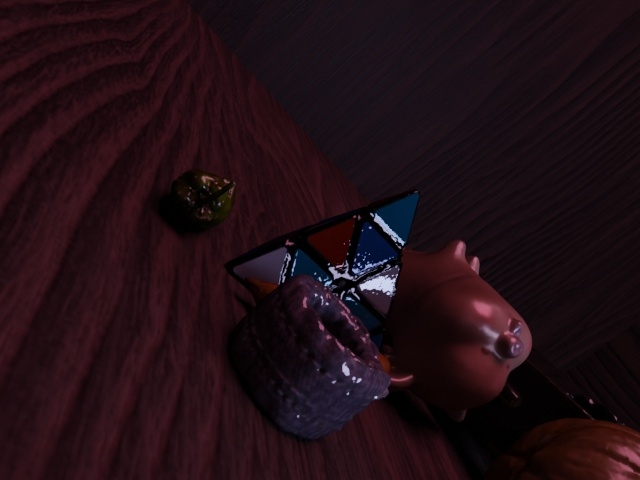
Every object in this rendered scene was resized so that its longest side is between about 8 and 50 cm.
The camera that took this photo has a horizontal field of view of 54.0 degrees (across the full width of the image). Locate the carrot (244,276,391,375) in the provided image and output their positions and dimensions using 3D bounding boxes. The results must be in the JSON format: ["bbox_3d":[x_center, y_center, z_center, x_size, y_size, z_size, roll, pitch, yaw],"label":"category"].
[{"bbox_3d":[-0.010,0.105,0.731,0.205,0.072,0.072,44,12,-18],"label":"carrot"}]

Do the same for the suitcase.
[{"bbox_3d":[0.333,0.268,1.137,0.283,0.194,0.434,35,6,-45],"label":"suitcase"}]

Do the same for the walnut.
[{"bbox_3d":[0.342,0.365,0.752,0.313,0.277,0.252,44,49,-5],"label":"walnut"}]

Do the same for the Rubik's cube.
[{"bbox_3d":[0.000,0.000,0.907,0.284,0.250,0.234,39,-4,-29],"label":"Rubik's cube"}]

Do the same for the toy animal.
[{"bbox_3d":[0.173,0.126,1.000,0.326,0.269,0.237,5,-19,47],"label":"toy animal"}]

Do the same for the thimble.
[{"bbox_3d":[-0.010,0.112,0.619,0.150,0.097,0.150,47,11,-11],"label":"thimble"}]

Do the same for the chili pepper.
[{"bbox_3d":[-0.138,-0.050,0.725,0.072,0.073,0.204,31,1,-4],"label":"chili pepper"}]
